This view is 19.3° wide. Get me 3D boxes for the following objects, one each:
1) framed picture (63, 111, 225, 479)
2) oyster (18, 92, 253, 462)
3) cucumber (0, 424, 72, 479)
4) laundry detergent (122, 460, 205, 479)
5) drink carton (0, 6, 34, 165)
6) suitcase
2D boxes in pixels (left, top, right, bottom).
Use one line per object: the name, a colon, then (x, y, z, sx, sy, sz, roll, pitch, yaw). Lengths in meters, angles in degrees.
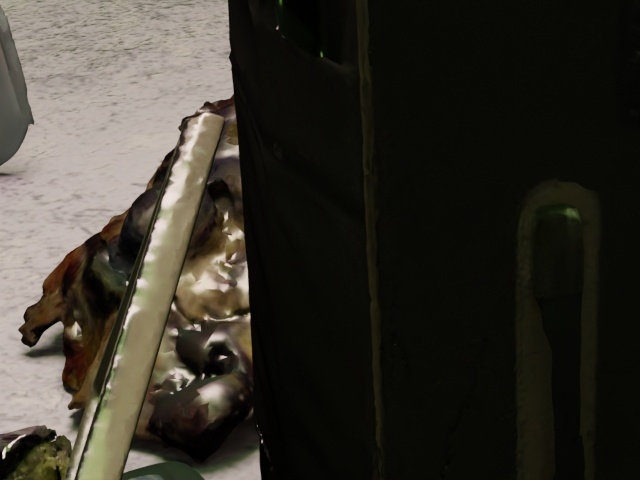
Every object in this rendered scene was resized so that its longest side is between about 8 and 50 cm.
framed picture: (-0.098, 0.119, 0.718, 0.020, 0.211, 0.289, 18, 51, -5)
oyster: (-0.026, -0.024, 1.146, 0.221, 0.096, 0.361, 29, 63, 32)
cucumber: (-0.255, 0.137, 0.993, 0.245, 0.067, 0.067, -5, 25, 7)
laundry detergent: (-0.145, 0.177, 0.864, 0.221, 0.078, 0.144, -16, 30, -16)
drink carton: (-0.334, -0.091, 1.350, 0.191, 0.185, 0.189, 4, 30, 17)
suitcase: (0.065, 0.012, 0.739, 0.194, 0.434, 0.283, -8, 25, -8)
